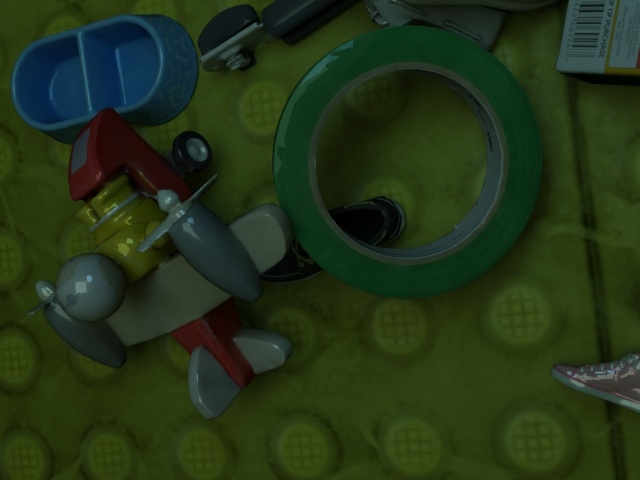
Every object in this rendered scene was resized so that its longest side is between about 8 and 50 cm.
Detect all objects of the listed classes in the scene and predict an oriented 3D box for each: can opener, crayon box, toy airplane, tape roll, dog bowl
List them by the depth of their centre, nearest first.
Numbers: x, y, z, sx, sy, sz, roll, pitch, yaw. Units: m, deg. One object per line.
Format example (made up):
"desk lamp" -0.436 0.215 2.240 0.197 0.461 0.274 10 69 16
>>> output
"crayon box" 0.425 -0.267 0.995 0.323 0.083 0.203 15 97 48
"tape roll" 0.102 -0.094 1.125 0.321 0.077 0.321 0 98 -4
"toy airplane" -0.218 0.062 1.218 0.384 0.272 0.386 29 120 30
"can opener" -0.053 -0.310 1.255 0.280 0.074 0.093 -25 81 20
"dog bowl" -0.326 -0.240 1.366 0.297 0.074 0.166 -10 87 21

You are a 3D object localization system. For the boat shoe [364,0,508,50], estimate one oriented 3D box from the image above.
"boat shoe" 0.100 -0.300 1.153 0.267 0.096 0.088 11 108 -12

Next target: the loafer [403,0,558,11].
"loafer" 0.207 -0.326 1.074 0.268 0.092 0.102 -12 73 -22

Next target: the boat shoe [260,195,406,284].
"boat shoe" 0.000 0.000 1.241 0.227 0.068 0.081 -23 82 20

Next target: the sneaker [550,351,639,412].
"sneaker" 0.350 0.157 1.116 0.134 0.051 0.070 19 96 17
